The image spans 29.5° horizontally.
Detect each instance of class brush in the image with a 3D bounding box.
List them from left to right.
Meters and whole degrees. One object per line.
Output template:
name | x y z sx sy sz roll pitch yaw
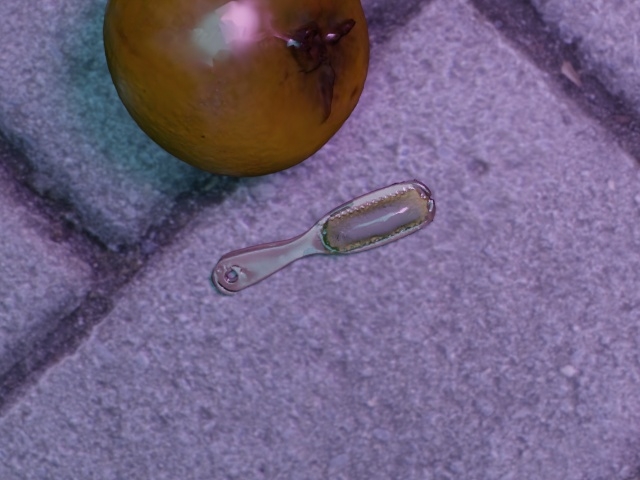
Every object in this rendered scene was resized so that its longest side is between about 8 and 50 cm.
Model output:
brush | -0.001 -0.002 1.582 0.313 0.067 0.072 -20 91 7

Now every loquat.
loquat | -0.117 -0.247 1.475 0.359 0.328 0.328 13 93 44
